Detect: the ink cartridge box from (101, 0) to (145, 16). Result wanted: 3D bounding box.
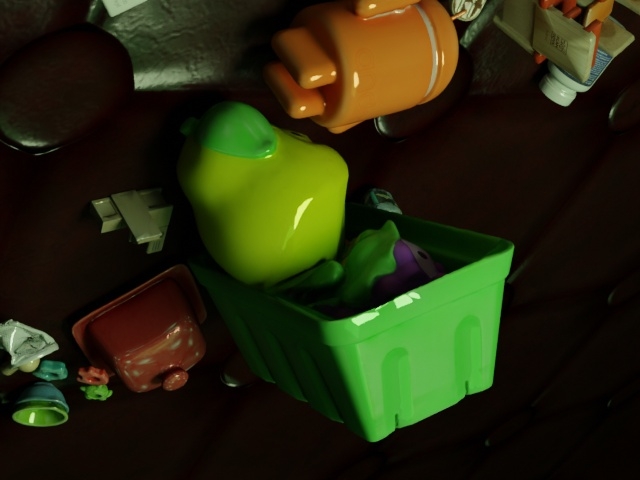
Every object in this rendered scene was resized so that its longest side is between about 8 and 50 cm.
[{"bbox_3d":[-0.107,-0.286,0.849,0.203,0.086,0.148,-27,153,-3],"label":"ink cartridge box"}]

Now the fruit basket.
[{"bbox_3d":[0.000,0.000,1.221,0.283,0.392,0.392,-20,147,-26],"label":"fruit basket"}]

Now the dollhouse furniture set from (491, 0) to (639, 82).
[{"bbox_3d":[0.322,-0.299,1.204,0.259,0.135,0.262,-40,152,-18],"label":"dollhouse furniture set"}]

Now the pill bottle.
[{"bbox_3d":[0.338,-0.237,1.430,0.067,0.067,0.120,-2,136,-45],"label":"pill bottle"}]

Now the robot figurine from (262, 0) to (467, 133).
[{"bbox_3d":[0.050,-0.190,1.138,0.219,0.128,0.158,-18,111,-28],"label":"robot figurine"}]

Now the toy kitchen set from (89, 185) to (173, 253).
[{"bbox_3d":[-0.203,-0.004,1.198,0.083,0.068,0.075,-15,144,-32],"label":"toy kitchen set"}]

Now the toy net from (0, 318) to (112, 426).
[{"bbox_3d":[-0.320,0.159,1.290,0.122,0.045,0.232,-1,151,1],"label":"toy net"}]

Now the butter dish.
[{"bbox_3d":[-0.200,0.132,1.347,0.160,0.118,0.160,-29,149,-11],"label":"butter dish"}]

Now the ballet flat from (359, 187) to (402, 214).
[{"bbox_3d":[0.086,-0.014,1.491,0.070,0.070,0.188,-30,155,-10],"label":"ballet flat"}]

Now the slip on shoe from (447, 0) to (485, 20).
[{"bbox_3d":[0.180,-0.304,1.198,0.051,0.041,0.135,22,106,-16],"label":"slip on shoe"}]
